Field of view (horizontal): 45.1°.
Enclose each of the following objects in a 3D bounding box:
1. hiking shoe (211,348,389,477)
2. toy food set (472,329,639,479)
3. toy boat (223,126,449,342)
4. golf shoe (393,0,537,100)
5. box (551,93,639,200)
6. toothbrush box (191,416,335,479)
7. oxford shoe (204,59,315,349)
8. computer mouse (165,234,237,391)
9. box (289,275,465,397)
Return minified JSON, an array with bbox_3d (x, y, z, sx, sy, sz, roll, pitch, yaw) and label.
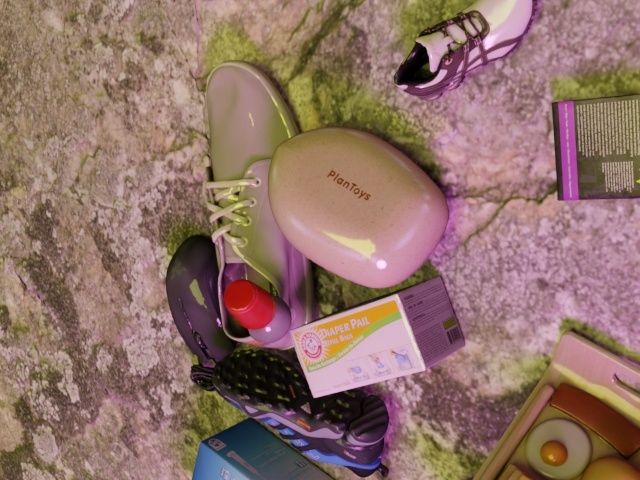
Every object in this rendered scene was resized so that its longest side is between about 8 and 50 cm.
[{"bbox_3d":[-0.041,0.270,1.170,0.303,0.113,0.132,19,129,28],"label":"hiking shoe"},{"bbox_3d":[0.287,0.270,0.843,0.219,0.306,0.092,30,156,29],"label":"toy food set"},{"bbox_3d":[0.000,0.000,1.038,0.267,0.148,0.318,40,84,25],"label":"toy boat"},{"bbox_3d":[0.170,-0.237,0.923,0.198,0.093,0.077,-42,73,34],"label":"golf shoe"},{"bbox_3d":[0.343,-0.104,0.858,0.162,0.029,0.116,2,102,39],"label":"box"},{"bbox_3d":[-0.073,0.464,1.242,0.295,0.126,0.217,28,115,31],"label":"toothbrush box"},{"bbox_3d":[-0.106,-0.047,1.158,0.169,0.130,0.450,-4,96,40],"label":"oxford shoe"},{"bbox_3d":[-0.197,0.127,1.299,0.188,0.072,0.273,-14,91,40],"label":"computer mouse"},{"bbox_3d":[0.075,0.135,1.064,0.203,0.114,0.103,-23,85,40],"label":"box"}]
